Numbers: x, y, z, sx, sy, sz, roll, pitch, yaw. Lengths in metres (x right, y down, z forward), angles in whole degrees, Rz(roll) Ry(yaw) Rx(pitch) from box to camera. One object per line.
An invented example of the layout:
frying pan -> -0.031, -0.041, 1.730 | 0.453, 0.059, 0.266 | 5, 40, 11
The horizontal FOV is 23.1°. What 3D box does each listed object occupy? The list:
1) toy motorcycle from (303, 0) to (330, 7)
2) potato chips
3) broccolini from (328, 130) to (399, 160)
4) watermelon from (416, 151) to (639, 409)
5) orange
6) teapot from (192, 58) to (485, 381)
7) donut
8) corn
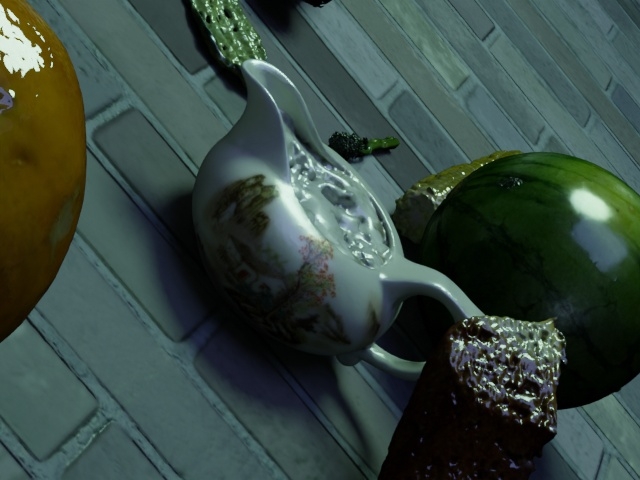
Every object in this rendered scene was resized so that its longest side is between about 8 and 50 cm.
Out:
toy motorcycle -> -0.002, -0.389, 1.734 | 0.207, 0.134, 0.401 | 55, 28, -9
potato chips -> -0.094, -0.226, 1.507 | 0.092, 0.028, 0.207 | 17, 45, -51
broccolini -> 0.050, -0.099, 1.574 | 0.030, 0.035, 0.140 | 62, 27, 9
watermelon -> 0.206, 0.038, 1.437 | 0.242, 0.242, 0.242 | 37, 31, -27
orange -> -0.252, -0.045, 0.834 | 0.261, 0.261, 0.261 | 37, 31, -27
teapot -> 0.000, 0.000, 1.271 | 0.298, 0.139, 0.204 | 48, 25, -8
donut -> 0.102, 0.195, 1.193 | 0.112, 0.151, 0.295 | 25, 53, -24
corn -> 0.165, -0.043, 1.636 | 0.086, 0.086, 0.288 | 57, 30, 9
